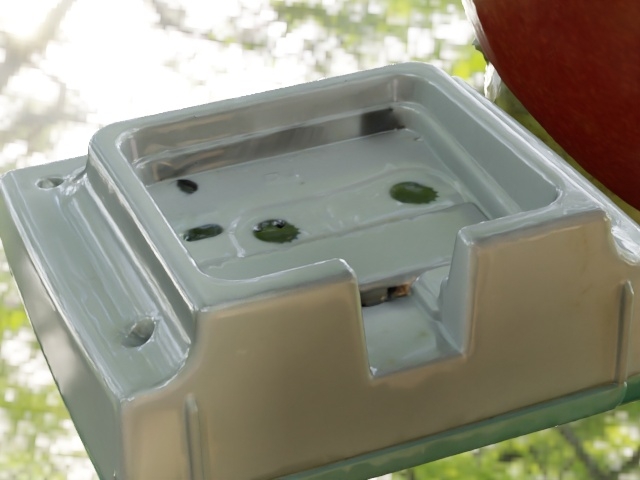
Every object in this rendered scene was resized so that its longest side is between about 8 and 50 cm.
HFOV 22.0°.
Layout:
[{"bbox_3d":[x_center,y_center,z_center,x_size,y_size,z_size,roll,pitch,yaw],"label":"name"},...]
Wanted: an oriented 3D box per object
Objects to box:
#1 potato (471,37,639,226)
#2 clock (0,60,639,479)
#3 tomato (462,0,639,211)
[{"bbox_3d":[0.191,-0.060,0.950,0.143,0.169,0.248,-35,-24,21],"label":"potato"},{"bbox_3d":[0.000,0.000,0.755,0.262,0.231,0.116,-12,-54,-18],"label":"clock"},{"bbox_3d":[0.187,-0.114,0.519,0.298,0.299,0.226,6,20,-4],"label":"tomato"}]
